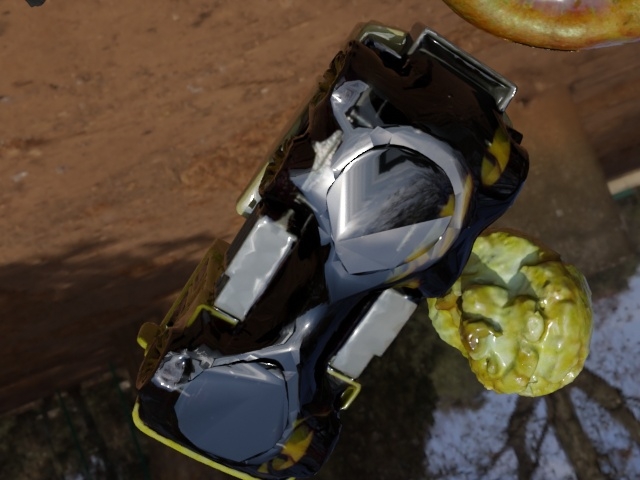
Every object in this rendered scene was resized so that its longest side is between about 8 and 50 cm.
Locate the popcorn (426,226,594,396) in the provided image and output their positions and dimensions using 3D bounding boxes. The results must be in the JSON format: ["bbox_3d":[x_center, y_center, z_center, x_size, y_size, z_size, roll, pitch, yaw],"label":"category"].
[{"bbox_3d":[0.238,0.090,1.147,0.183,0.204,0.221,-28,-146,-9],"label":"popcorn"}]

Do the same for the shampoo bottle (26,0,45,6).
[{"bbox_3d":[-0.253,-0.359,0.979,0.127,0.078,0.257,-24,-138,65],"label":"shampoo bottle"}]

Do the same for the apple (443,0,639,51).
[{"bbox_3d":[0.116,-0.177,0.426,0.163,0.147,0.146,6,146,10],"label":"apple"}]

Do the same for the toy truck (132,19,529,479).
[{"bbox_3d":[0.000,0.000,0.806,0.405,0.180,0.254,-56,-166,16],"label":"toy truck"}]
